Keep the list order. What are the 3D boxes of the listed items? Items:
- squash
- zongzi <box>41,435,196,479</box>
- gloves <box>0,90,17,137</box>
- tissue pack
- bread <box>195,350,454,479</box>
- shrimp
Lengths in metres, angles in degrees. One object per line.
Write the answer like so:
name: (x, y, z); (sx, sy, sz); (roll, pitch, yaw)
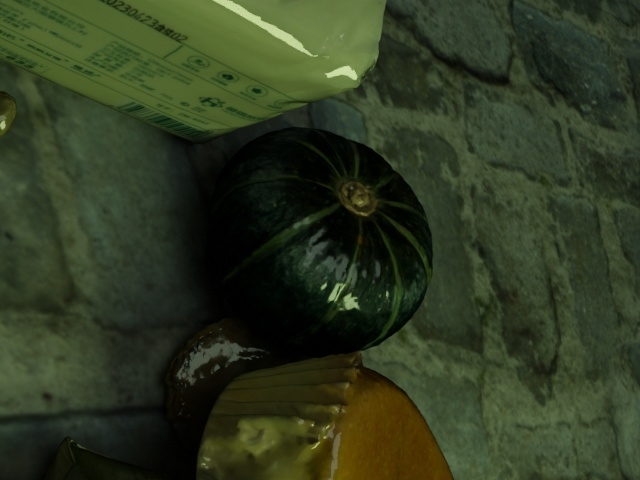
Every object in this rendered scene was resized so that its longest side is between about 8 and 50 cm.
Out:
squash: (0.000, 0.000, 0.940); (0.252, 0.165, 0.252); (20, 48, -25)
zongzi: (-0.129, 0.273, 0.775); (0.205, 0.204, 0.094); (27, 91, -37)
gloves: (-0.390, -0.070, 0.653); (0.331, 0.141, 0.154); (-12, 64, -33)
tissue pack: (-0.164, -0.253, 0.783); (0.380, 0.297, 0.207); (23, 69, -38)
bread: (0.030, 0.275, 0.870); (0.236, 0.183, 0.389); (-75, 149, -45)
shrimp: (-0.055, 0.167, 0.958); (0.253, 0.058, 0.173); (15, 78, -38)
